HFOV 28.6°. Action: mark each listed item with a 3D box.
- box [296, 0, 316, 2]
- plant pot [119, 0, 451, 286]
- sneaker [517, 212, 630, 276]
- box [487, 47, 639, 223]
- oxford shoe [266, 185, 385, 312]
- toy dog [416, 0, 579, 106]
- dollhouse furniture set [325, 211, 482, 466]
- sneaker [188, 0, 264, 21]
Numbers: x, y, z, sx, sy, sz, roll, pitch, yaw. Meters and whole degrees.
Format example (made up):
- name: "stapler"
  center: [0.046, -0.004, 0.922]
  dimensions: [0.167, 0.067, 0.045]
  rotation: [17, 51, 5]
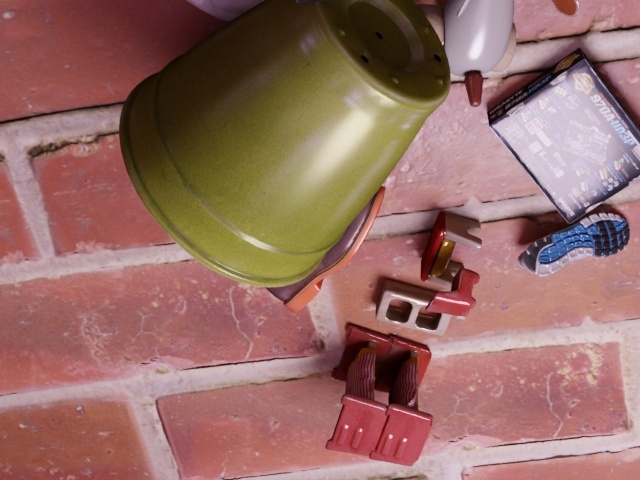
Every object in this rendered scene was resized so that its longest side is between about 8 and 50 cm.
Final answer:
- name: "box"
  center: [0.039, -0.385, 1.539]
  dimensions: [0.147, 0.180, 0.077]
  rotation: [-4, 143, 9]
- name: "plant pot"
  center: [-0.022, -0.179, 1.699]
  dimensions: [0.366, 0.366, 0.353]
  rotation: [38, 129, -17]
- name: "sneaker"
  center: [0.398, 0.004, 2.000]
  dimensions: [0.190, 0.083, 0.071]
  rotation: [-16, 91, -11]
- name: "box"
  center: [0.387, -0.156, 1.914]
  dimensions: [0.175, 0.051, 0.220]
  rotation: [-35, 111, 20]
- name: "oxford shoe"
  center: [0.000, 0.000, 2.001]
  dimensions: [0.098, 0.097, 0.271]
  rotation: [36, 115, -9]
- name: "toy dog"
  center: [0.233, -0.310, 1.701]
  dimensions: [0.220, 0.161, 0.334]
  rotation: [-9, 151, -2]
- name: "dollhouse furniture set"
  center: [0.132, 0.152, 2.015]
  dimensions: [0.152, 0.201, 0.374]
  rotation: [15, 120, -5]
- name: "sneaker"
  center: [-0.114, -0.362, 1.822]
  dimensions: [0.212, 0.080, 0.094]
  rotation: [22, 113, -20]
